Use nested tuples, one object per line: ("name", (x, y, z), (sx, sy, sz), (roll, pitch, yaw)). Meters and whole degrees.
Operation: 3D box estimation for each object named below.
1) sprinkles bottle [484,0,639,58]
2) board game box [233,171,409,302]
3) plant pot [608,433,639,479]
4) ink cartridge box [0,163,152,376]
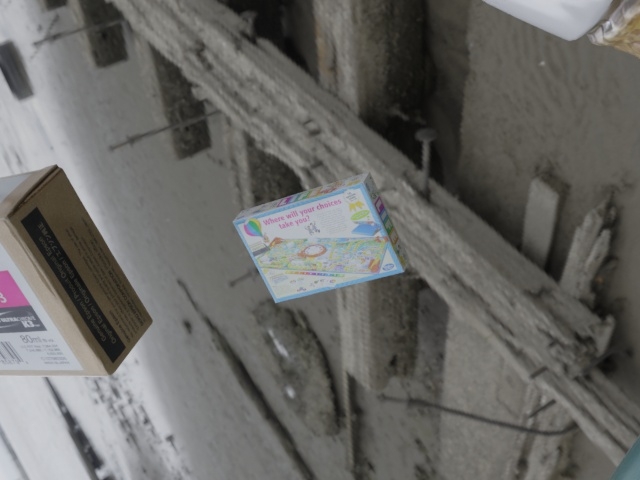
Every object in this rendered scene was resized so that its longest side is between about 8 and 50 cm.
("sprinkles bottle", (0.240, -0.078, 0.323), (0.355, 0.121, 0.121), (25, 151, 1))
("board game box", (0.000, 0.000, 0.876), (0.154, 0.026, 0.103), (-15, 113, 28))
("plant pot", (0.368, 0.207, 0.642), (0.293, 0.293, 0.235), (33, 104, 48))
("ink cartridge box", (-0.314, 0.040, 0.860), (0.234, 0.088, 0.193), (-6, 124, 32))
